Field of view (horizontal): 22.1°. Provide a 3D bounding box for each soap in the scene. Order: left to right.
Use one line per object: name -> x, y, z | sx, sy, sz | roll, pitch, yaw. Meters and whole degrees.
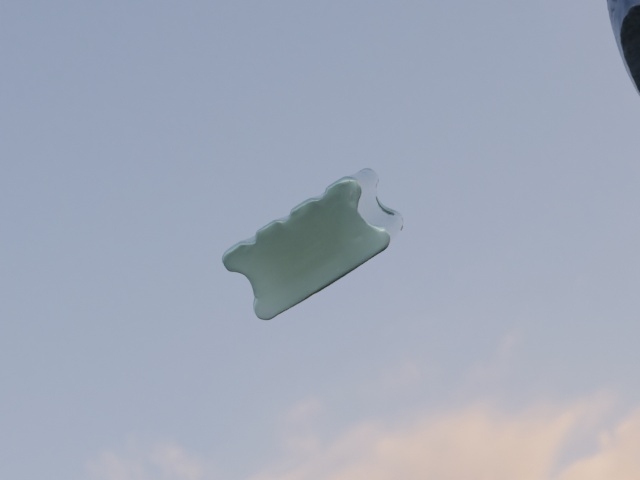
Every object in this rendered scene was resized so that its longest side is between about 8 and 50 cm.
soap -> 0.000, 0.000, 1.749 | 0.160, 0.087, 0.265 | -31, 1, 7

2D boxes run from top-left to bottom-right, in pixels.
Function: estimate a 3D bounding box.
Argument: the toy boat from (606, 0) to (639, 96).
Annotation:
toy boat -> 0.353, -0.136, 1.439 | 0.283, 0.078, 0.127 | 40, -54, -18
